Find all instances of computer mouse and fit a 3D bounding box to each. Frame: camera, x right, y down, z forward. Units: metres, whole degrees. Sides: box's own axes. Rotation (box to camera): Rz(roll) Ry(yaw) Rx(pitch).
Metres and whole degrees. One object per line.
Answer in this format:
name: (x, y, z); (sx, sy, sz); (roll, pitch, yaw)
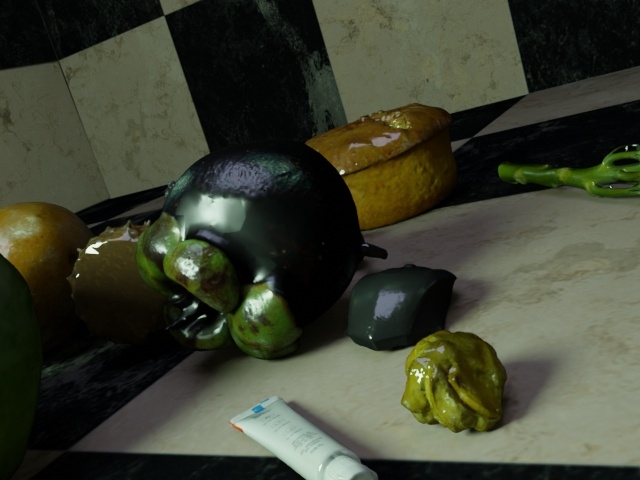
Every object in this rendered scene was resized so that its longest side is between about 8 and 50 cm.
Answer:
computer mouse: (0.078, 0.052, 0.683); (0.099, 0.057, 0.172); (-7, 15, 27)

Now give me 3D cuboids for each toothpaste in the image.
toothpaste: (-0.016, 0.143, 0.492); (0.048, 0.031, 0.190); (-25, 11, -22)

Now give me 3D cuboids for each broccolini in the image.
broccolini: (0.364, -0.093, 0.933); (0.074, 0.079, 0.392); (22, 2, -15)

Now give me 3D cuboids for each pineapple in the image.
pineapple: (-0.227, 0.046, 0.968); (0.165, 0.165, 0.364); (-18, 4, -1)

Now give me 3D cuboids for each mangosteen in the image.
mangosteen: (-0.073, 0.009, 0.737); (0.243, 0.243, 0.243); (-16, 13, 4)

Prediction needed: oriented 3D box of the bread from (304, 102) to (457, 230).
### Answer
bread: (0.090, -0.124, 1.187); (0.312, 0.172, 0.312); (-21, 14, 5)

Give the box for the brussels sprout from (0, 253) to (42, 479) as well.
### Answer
brussels sprout: (-0.423, 0.119, 0.589); (0.371, 0.315, 0.276); (-20, -12, 13)

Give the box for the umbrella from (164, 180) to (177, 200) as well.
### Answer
umbrella: (-0.139, -0.086, 1.352); (0.336, 0.154, 0.128); (-23, -4, -29)

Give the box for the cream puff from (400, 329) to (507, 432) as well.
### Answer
cream puff: (0.092, 0.093, 0.485); (0.083, 0.058, 0.083); (-24, 16, -34)

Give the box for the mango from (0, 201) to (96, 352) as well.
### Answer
mango: (-0.411, 0.050, 1.002); (0.199, 0.221, 0.384); (21, 8, -3)

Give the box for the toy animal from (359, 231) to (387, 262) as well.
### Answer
toy animal: (0.000, 0.000, 0.955); (0.148, 0.084, 0.233); (-20, 9, -17)
